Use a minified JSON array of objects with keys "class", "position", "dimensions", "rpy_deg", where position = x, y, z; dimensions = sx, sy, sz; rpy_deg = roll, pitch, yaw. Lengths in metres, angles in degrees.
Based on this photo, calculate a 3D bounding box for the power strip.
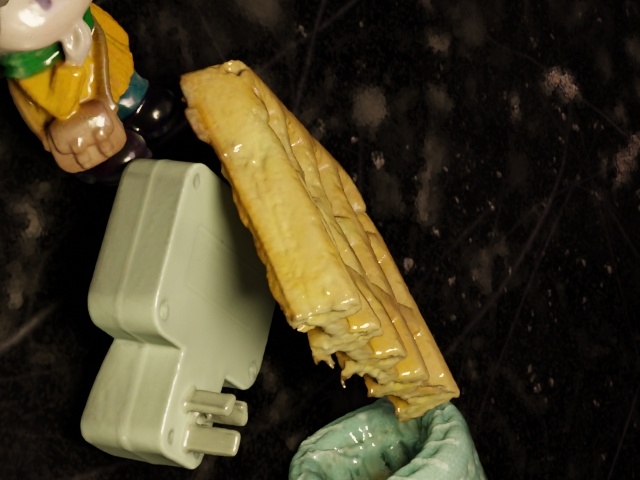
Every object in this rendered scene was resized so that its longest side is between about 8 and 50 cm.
[{"class":"power strip","position":[-0.115,0.080,1.586],"dimensions":[0.229,0.141,0.261],"rpy_deg":[44,56,-60]}]

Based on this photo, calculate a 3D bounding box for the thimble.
[{"class":"thimble","position":[0.071,0.269,1.737],"dimensions":[0.143,0.198,0.235],"rpy_deg":[68,28,-17]}]

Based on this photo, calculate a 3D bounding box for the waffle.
[{"class":"waffle","position":[0.000,0.000,1.645],"dimensions":[0.304,0.077,0.348],"rpy_deg":[66,11,26]}]

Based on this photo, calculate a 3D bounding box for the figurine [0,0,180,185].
[{"class":"figurine","position":[-0.268,-0.196,1.531],"dimensions":[0.332,0.204,0.185],"rpy_deg":[74,33,-49]}]
